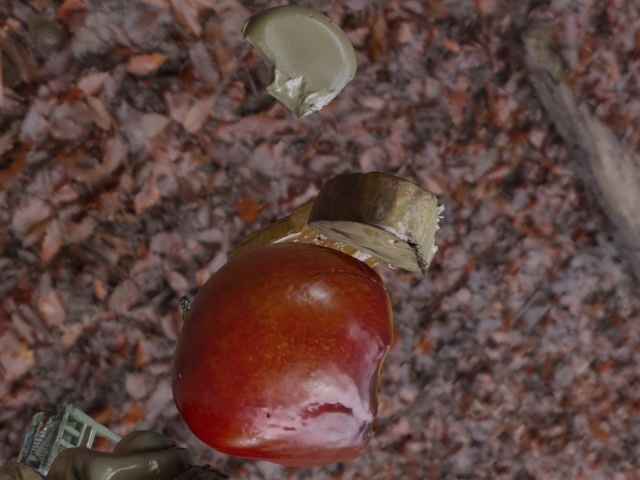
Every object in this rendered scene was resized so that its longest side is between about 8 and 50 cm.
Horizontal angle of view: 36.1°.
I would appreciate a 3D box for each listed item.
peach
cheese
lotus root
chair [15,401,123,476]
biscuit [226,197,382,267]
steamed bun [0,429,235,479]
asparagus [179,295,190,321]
[{"bbox_3d":[-0.035,0.131,1.044,0.245,0.274,0.249,-22,98,-19],"label":"peach"},{"bbox_3d":[-0.042,-0.317,1.674,0.175,0.202,0.091,-49,-179,-18],"label":"cheese"},{"bbox_3d":[0.070,-0.019,1.207,0.261,0.170,0.075,84,23,-80],"label":"lotus root"},{"bbox_3d":[-0.492,0.386,1.817,0.270,0.147,0.136,62,38,-62],"label":"chair"},{"bbox_3d":[0.000,-0.001,1.829,0.367,0.063,0.314,-18,153,-6],"label":"biscuit"},{"bbox_3d":[-0.223,0.339,1.106,0.339,0.352,0.248,17,86,-63],"label":"steamed bun"},{"bbox_3d":[-0.167,0.135,1.293,0.018,0.015,0.127,-17,95,-42],"label":"asparagus"}]
